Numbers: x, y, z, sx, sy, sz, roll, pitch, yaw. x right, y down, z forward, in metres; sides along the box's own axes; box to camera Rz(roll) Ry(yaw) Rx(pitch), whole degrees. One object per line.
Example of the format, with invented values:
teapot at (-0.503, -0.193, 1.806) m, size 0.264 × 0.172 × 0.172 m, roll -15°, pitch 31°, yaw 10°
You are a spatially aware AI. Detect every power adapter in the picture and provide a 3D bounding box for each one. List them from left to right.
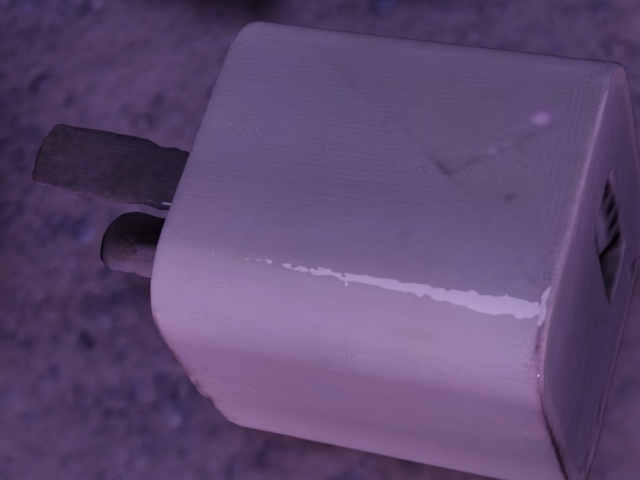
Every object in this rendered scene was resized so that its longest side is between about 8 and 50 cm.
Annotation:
power adapter at (0.000, 0.000, 0.581) m, size 0.205 × 0.130 × 0.125 m, roll 10°, pitch 67°, yaw 19°
